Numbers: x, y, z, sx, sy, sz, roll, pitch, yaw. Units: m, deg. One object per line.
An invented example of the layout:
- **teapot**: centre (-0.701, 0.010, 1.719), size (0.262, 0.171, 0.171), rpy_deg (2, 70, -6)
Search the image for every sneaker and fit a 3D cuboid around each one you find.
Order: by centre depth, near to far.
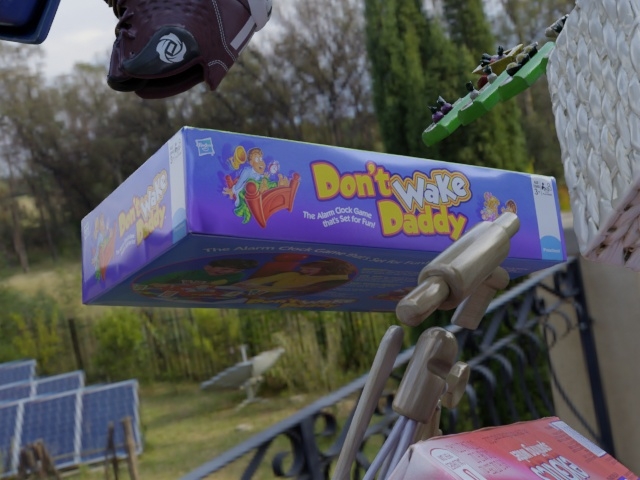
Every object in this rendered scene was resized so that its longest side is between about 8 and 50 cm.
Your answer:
- **sneaker**: centre (-0.202, -0.238, 0.911), size (0.281, 0.162, 0.106), rpy_deg (26, -10, 4)

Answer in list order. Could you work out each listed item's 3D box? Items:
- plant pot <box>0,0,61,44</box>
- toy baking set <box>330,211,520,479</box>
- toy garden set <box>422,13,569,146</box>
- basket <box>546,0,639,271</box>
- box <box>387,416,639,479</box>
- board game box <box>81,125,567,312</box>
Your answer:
- **plant pot**: centre (-0.424, -0.366, 1.091), size (0.236, 0.236, 0.212), rpy_deg (14, -7, 24)
- **toy baking set**: centre (0.070, 0.091, 0.577), size (0.030, 0.197, 0.256), rpy_deg (20, 24, 24)
- **toy garden set**: centre (0.251, -0.231, 1.163), size (0.244, 0.049, 0.204), rpy_deg (-30, 10, 48)
- **basket**: centre (0.192, -0.071, 0.484), size (0.103, 0.167, 0.113), rpy_deg (7, -38, -8)
- **box**: centre (0.106, 0.185, 0.418), size (0.154, 0.142, 0.300), rpy_deg (35, 7, 24)
- **board game box**: centre (0.000, 0.000, 0.786), size (0.347, 0.078, 0.233), rpy_deg (4, -17, -32)
